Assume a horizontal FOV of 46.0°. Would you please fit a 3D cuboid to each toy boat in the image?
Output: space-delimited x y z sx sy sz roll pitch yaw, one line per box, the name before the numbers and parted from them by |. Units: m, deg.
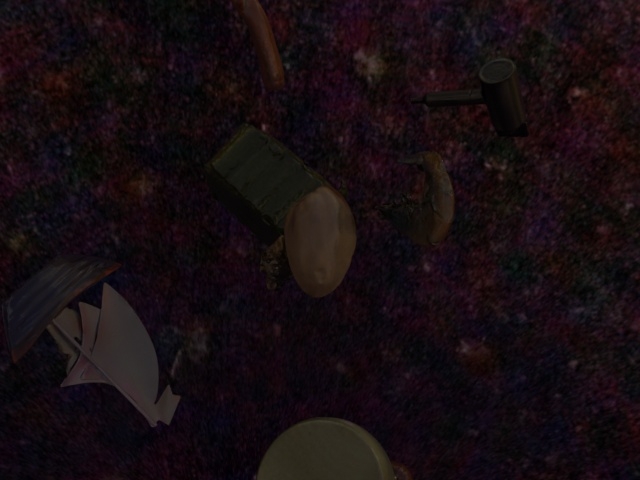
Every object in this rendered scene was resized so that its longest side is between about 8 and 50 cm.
toy boat | -0.324 0.138 1.152 0.318 0.072 0.219 32 52 -30

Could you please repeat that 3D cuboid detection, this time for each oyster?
oyster | -0.077 0.046 1.554 0.103 0.148 0.051 -30 48 -9

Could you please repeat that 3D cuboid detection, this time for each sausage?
sausage | -0.099 -0.329 1.231 0.047 0.177 0.040 -3 35 28

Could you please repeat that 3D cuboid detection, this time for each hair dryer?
hair dryer | 0.319 -0.295 1.649 0.248 0.195 0.078 4 55 28

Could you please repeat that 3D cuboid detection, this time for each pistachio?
pistachio | 0.000 0.000 1.472 0.144 0.144 0.215 -2 103 -7

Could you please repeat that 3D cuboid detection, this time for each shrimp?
shrimp | 0.180 -0.090 1.456 0.075 0.289 0.178 8 99 -13

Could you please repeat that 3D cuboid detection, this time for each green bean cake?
green bean cake | -0.114 -0.128 1.915 0.319 0.335 0.218 40 76 2

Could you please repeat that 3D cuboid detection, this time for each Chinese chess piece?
Chinese chess piece | 0.008 0.438 1.323 0.250 0.101 0.250 -7 65 15

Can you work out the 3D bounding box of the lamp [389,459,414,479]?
lamp | 0.161 0.548 1.698 0.101 0.090 0.101 -4 73 14
